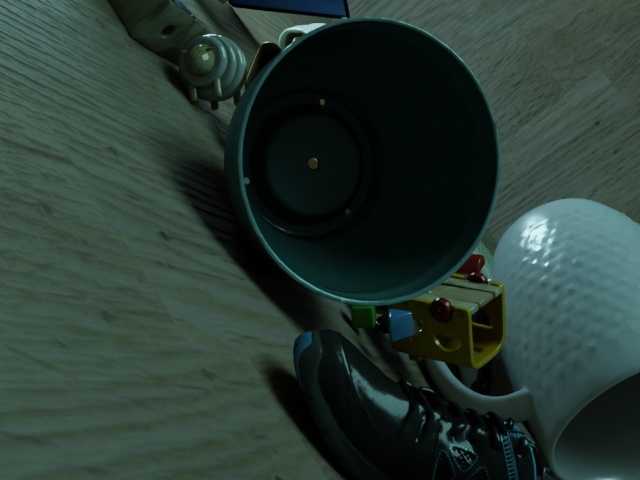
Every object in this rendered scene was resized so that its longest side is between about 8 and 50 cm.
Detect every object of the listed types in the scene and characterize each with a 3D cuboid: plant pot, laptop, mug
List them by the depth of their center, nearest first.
[{"bbox_3d":[0.020,-0.083,1.364,0.293,0.293,0.196,49,-15,-17],"label":"plant pot"},{"bbox_3d":[0.320,0.125,1.660,0.276,0.374,0.328,84,-11,-48],"label":"mug"},{"bbox_3d":[-0.089,-0.420,2.173,0.264,0.234,0.136,-59,154,-60],"label":"laptop"}]

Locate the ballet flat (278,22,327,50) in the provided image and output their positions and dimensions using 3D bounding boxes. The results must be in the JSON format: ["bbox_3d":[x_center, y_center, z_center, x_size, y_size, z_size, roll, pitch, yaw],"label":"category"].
[{"bbox_3d":[0.042,-0.298,2.378,0.139,0.139,0.400,40,5,-46],"label":"ballet flat"}]

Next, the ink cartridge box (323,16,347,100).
[{"bbox_3d":[0.025,-0.275,2.188,0.092,0.160,0.219,48,12,-29],"label":"ink cartridge box"}]

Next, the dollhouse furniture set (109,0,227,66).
[{"bbox_3d":[-0.162,-0.333,1.556,0.129,0.183,0.129,56,12,21],"label":"dollhouse furniture set"}]

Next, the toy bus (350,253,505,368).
[{"bbox_3d":[0.125,0.094,1.540,0.202,0.191,0.104,-113,-163,-69],"label":"toy bus"}]

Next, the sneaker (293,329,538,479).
[{"bbox_3d":[0.111,0.186,1.143,0.341,0.139,0.125,47,14,-19],"label":"sneaker"}]

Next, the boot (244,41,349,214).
[{"bbox_3d":[-0.046,-0.171,1.649,0.283,0.109,0.220,-96,163,-46],"label":"boot"}]

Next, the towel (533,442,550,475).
[{"bbox_3d":[0.368,0.370,1.879,0.148,0.027,0.110,46,12,-27],"label":"towel"}]

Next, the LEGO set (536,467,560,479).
[{"bbox_3d":[0.354,0.416,1.592,0.132,0.107,0.287,12,30,-14],"label":"LEGO set"}]

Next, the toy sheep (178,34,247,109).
[{"bbox_3d":[-0.131,-0.211,1.565,0.091,0.091,0.132,54,11,13],"label":"toy sheep"}]

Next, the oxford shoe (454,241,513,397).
[{"bbox_3d":[0.221,0.070,1.966,0.169,0.130,0.449,35,20,-47],"label":"oxford shoe"}]

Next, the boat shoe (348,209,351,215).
[{"bbox_3d":[0.014,-0.120,1.824,0.102,0.108,0.301,43,23,-36],"label":"boat shoe"}]

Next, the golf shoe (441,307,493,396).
[{"bbox_3d":[0.196,0.151,1.794,0.077,0.094,0.198,69,18,-53],"label":"golf shoe"}]
